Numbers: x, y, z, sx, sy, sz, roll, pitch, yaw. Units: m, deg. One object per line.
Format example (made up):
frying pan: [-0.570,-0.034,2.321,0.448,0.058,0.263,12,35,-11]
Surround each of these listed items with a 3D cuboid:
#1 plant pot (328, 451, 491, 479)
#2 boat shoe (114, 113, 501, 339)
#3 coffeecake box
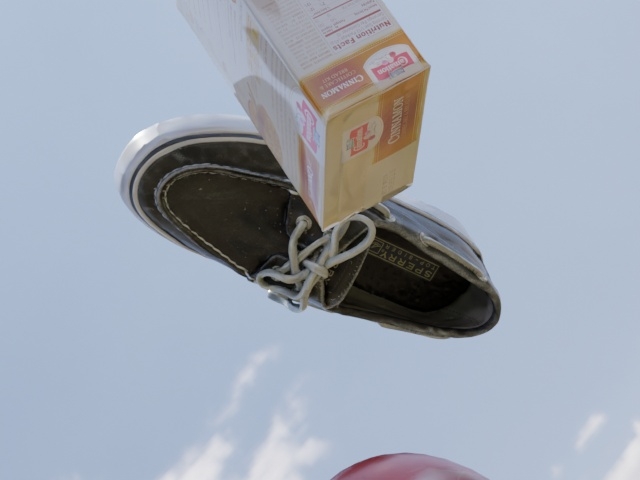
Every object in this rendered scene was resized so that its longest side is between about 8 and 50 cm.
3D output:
plant pot: [-0.008,0.165,0.429,0.174,0.191,0.191,-22,-12,30]
boat shoe: [-0.002,0.004,1.077,0.306,0.105,0.113,25,-71,-28]
coffeecake box: [-0.017,-0.119,0.853,0.068,0.185,0.142,-28,-21,-13]
